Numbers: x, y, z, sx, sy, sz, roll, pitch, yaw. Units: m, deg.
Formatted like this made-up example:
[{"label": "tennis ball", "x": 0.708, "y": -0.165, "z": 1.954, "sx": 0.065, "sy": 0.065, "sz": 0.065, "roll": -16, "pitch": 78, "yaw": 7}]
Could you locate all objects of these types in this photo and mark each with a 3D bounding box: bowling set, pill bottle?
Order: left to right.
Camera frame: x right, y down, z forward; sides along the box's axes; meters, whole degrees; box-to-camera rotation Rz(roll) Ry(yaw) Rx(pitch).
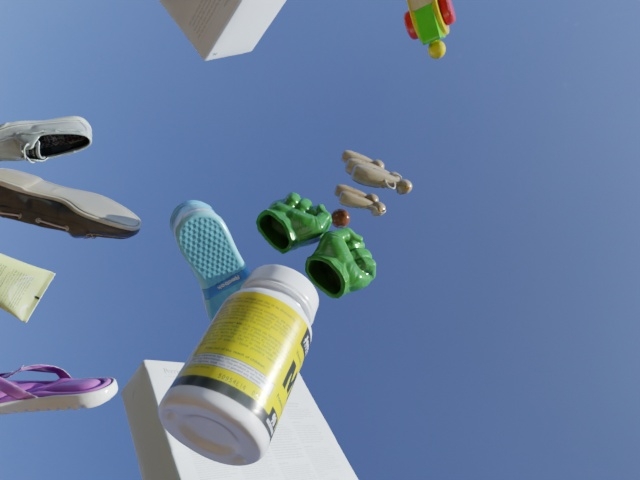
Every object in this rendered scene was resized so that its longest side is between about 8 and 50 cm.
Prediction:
[{"label": "pill bottle", "x": -0.079, "y": 0.130, "z": 0.557, "sx": 0.119, "sy": 0.119, "sz": 0.208, "roll": -11, "pitch": -147, "yaw": 29}, {"label": "bowling set", "x": 0.121, "y": -0.120, "z": 1.314, "sx": 0.287, "sy": 0.154, "sz": 0.199, "roll": -98, "pitch": -155, "yaw": -67}]

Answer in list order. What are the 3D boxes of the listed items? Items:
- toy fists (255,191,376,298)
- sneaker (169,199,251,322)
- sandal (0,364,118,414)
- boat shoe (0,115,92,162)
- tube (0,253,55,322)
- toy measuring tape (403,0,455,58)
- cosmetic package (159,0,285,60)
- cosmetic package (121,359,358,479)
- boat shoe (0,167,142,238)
[{"label": "toy fists", "x": 0.000, "y": 0.000, "z": 1.050, "sx": 0.279, "sy": 0.142, "sz": 0.096, "roll": 40, "pitch": -54, "yaw": 19}, {"label": "sneaker", "x": -0.225, "y": 0.050, "z": 1.059, "sx": 0.127, "sy": 0.318, "sz": 0.208, "roll": -22, "pitch": -152, "yaw": -15}, {"label": "sandal", "x": -0.711, "y": 0.353, "z": 1.209, "sx": 0.417, "sy": 0.169, "sz": 0.102, "roll": -3, "pitch": -86, "yaw": -2}, {"label": "boat shoe", "x": -0.608, "y": -0.209, "z": 1.045, "sx": 0.228, "sy": 0.079, "sz": 0.081, "roll": -18, "pitch": -132, "yaw": -20}, {"label": "tube", "x": -0.558, "y": 0.038, "z": 0.771, "sx": 0.070, "sy": 0.240, "sz": 0.062, "roll": -51, "pitch": -164, "yaw": 38}, {"label": "toy measuring tape", "x": 0.242, "y": -0.587, "z": 1.151, "sx": 0.122, "sy": 0.121, "sz": 0.329, "roll": -14, "pitch": -89, "yaw": 28}, {"label": "cosmetic package", "x": -0.168, "y": -0.469, "z": 0.813, "sx": 0.224, "sy": 0.138, "sz": 0.224, "roll": 54, "pitch": -47, "yaw": 1}, {"label": "cosmetic package", "x": -0.131, "y": 0.360, "z": 0.867, "sx": 0.097, "sy": 0.377, "sz": 0.284, "roll": -51, "pitch": -133, "yaw": 18}, {"label": "boat shoe", "x": -0.552, "y": -0.058, "z": 1.052, "sx": 0.336, "sy": 0.112, "sz": 0.095, "roll": 20, "pitch": -68, "yaw": -3}]
